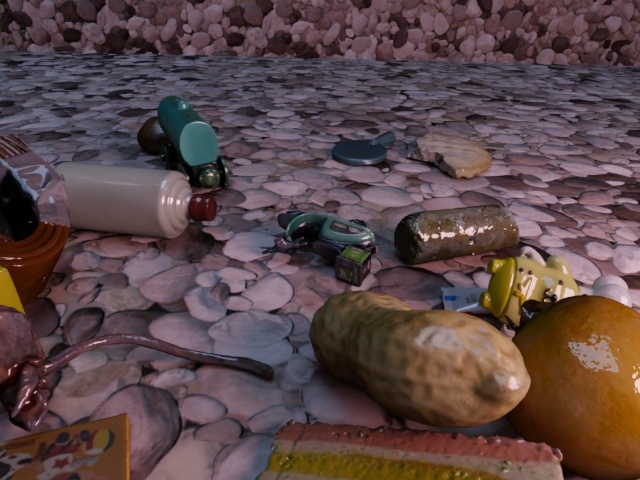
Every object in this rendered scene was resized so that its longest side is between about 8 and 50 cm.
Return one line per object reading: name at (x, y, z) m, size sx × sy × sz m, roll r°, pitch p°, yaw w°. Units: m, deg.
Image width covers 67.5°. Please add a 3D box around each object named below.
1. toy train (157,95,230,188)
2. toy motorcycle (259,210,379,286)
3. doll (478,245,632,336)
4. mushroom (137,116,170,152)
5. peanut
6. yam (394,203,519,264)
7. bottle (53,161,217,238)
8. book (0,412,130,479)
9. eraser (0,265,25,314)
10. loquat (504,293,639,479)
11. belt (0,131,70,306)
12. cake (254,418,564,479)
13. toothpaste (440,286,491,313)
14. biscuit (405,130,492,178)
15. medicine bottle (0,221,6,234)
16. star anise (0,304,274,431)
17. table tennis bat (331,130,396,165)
toy train at (-0.250, -0.189, 0.912) m, size 0.101 × 0.159 × 0.248 m, roll -18°, pitch 35°, yaw -22°
toy motorcycle at (0.000, 0.000, 0.682) m, size 0.173 × 0.058 × 0.100 m, roll 19°, pitch 39°, yaw 25°
doll at (0.266, 0.068, 0.538) m, size 0.162 × 0.106 × 0.062 m, roll 14°, pitch -4°, yaw 9°
mushroom at (-0.371, -0.249, 1.101) m, size 0.088 × 0.073 × 0.129 m, roll -23°, pitch 20°, yaw 19°
peanut at (0.068, 0.097, 0.419) m, size 0.103 × 0.098 × 0.229 m, roll -34°, pitch 17°, yaw -22°
yam at (0.198, -0.011, 0.690) m, size 0.179 × 0.078 × 0.078 m, roll -7°, pitch 30°, yaw -14°
bottle at (-0.278, -0.059, 0.725) m, size 0.245 × 0.104 × 0.104 m, roll 6°, pitch 29°, yaw 8°
book at (-0.218, 0.239, 0.274) m, size 0.208 × 0.020 × 0.295 m, roll -8°, pitch 30°, yaw -18°
eraser at (-0.354, 0.090, 0.458) m, size 0.045 × 0.097 × 0.122 m, roll 15°, pitch 33°, yaw 24°
loquat at (0.222, 0.117, 0.396) m, size 0.163 × 0.137 × 0.163 m, roll -3°, pitch 44°, yaw 3°
belt at (-0.418, -0.039, 0.583) m, size 0.184 × 0.105 × 0.261 m, roll -7°, pitch 49°, yaw -51°
cake at (0.055, 0.200, 0.339) m, size 0.225 × 0.090 × 0.109 m, roll -6°, pitch 26°, yaw 27°
toothpaste at (0.247, 0.075, 0.588) m, size 0.190 × 0.031 × 0.048 m, roll 0°, pitch 38°, yaw 5°
biscuit at (0.288, -0.200, 1.080) m, size 0.188 × 0.040 × 0.265 m, roll 4°, pitch 29°, yaw 0°
medicine bottle at (-0.512, 0.007, 0.611) m, size 0.083 × 0.083 × 0.203 m, roll 8°, pitch 28°, yaw 11°
star anise at (-0.189, 0.088, 0.438) m, size 0.227 × 0.148 × 0.218 m, roll -25°, pitch 64°, yaw -40°
table tennis bat at (0.112, -0.215, 1.106) m, size 0.124 × 0.033 × 0.201 m, roll 24°, pitch 38°, yaw 32°
